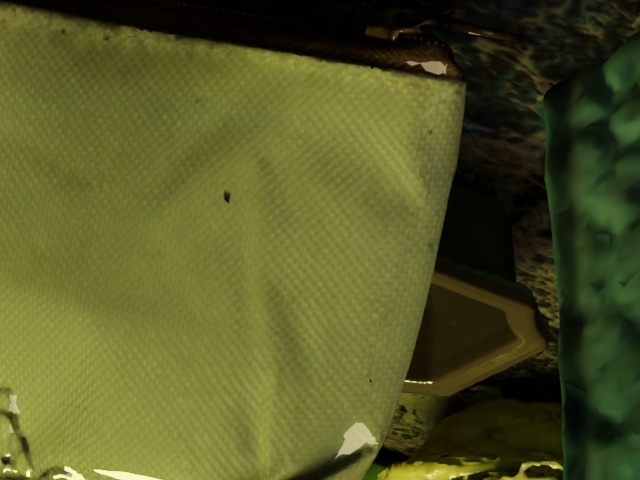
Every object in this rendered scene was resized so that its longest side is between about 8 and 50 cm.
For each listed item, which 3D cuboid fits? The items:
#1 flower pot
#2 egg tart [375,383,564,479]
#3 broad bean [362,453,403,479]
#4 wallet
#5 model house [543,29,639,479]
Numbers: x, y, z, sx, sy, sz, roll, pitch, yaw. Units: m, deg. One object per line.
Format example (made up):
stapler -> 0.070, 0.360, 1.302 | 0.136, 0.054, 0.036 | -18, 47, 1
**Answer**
flower pot -> 0.000, 0.000, 0.811 | 0.251, 0.084, 0.179 | 22, 152, -19
egg tart -> 0.171, 0.181, 1.088 | 0.291, 0.107, 0.291 | 7, 158, 3
broad bean -> 0.036, 0.202, 1.233 | 0.256, 0.052, 0.052 | 19, 114, -18
wallet -> -0.089, -0.003, 0.675 | 0.335, 0.274, 0.068 | 10, -172, 17
model house -> 0.288, 0.010, 0.468 | 0.297, 0.360, 0.339 | 22, 140, -22
